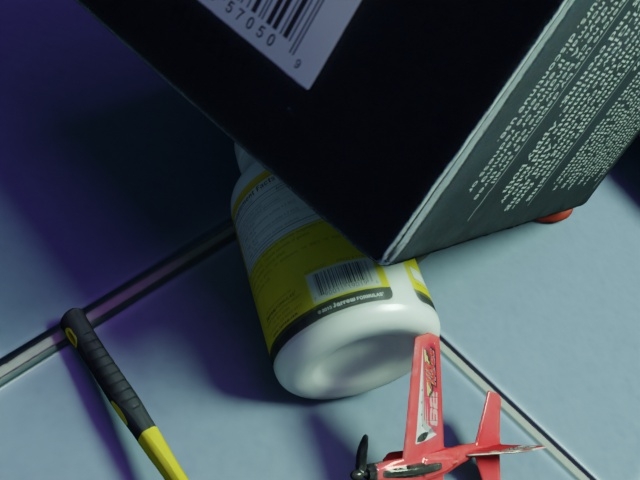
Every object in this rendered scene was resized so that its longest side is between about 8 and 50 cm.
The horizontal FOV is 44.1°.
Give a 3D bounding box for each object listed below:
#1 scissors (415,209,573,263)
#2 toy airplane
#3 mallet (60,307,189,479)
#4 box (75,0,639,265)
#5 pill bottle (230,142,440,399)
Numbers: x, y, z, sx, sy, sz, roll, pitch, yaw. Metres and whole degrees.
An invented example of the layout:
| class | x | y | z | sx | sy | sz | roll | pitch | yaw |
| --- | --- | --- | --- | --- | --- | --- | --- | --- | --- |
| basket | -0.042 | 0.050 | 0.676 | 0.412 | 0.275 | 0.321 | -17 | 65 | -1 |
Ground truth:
| class | x | y | z | sx | sy | sz | roll | pitch | yaw |
| --- | --- | --- | --- | --- | --- | --- | --- | --- | --- |
| scissors | 0.107 | -0.030 | 0.657 | 0.297 | 0.021 | 0.109 | -21 | 66 | -38 |
| toy airplane | 0.074 | 0.125 | 0.463 | 0.151 | 0.028 | 0.151 | 3 | 85 | -37 |
| mallet | -0.083 | 0.101 | 0.407 | 0.039 | 0.062 | 0.189 | -19 | 63 | -39 |
| box | 0.077 | -0.175 | 0.530 | 0.293 | 0.212 | 0.395 | 41 | 25 | 19 |
| pill bottle | 0.000 | 0.000 | 0.510 | 0.103 | 0.103 | 0.184 | 1 | 52 | -27 |
